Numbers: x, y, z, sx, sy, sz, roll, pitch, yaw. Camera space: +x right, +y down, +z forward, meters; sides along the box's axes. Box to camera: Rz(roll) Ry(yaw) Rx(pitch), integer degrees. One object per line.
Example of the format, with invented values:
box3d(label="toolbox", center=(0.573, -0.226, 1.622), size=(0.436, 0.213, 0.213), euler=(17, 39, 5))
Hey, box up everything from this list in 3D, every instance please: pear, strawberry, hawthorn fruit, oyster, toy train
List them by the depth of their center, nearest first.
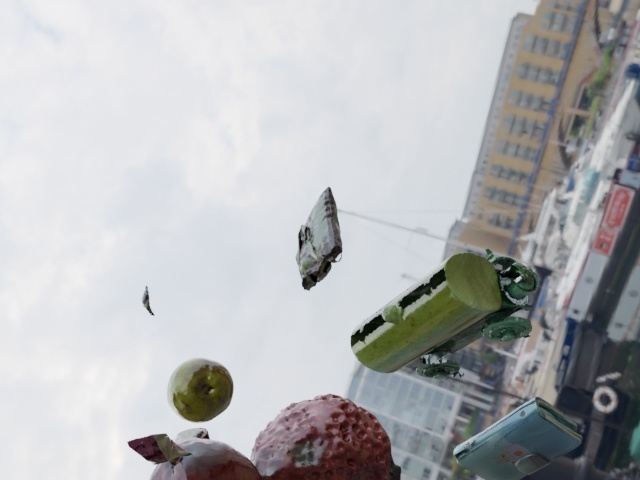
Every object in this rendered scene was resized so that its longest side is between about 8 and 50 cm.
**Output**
box3d(label="toy train", center=(0.172, 0.104, 1.057), size=(0.307, 0.189, 0.126), euler=(-45, 31, 50))
box3d(label="hawthorn fruit", center=(-0.195, 0.399, 1.153), size=(0.189, 0.190, 0.251), euler=(-53, -50, -48))
box3d(label="oyster", center=(-0.343, 0.122, 1.423), size=(0.083, 0.019, 0.054), euler=(-140, 40, -65))
box3d(label="strawberry", center=(-0.010, 0.444, 1.493), size=(0.310, 0.292, 0.291), euler=(56, -131, -37))
box3d(label="pear", center=(-0.345, 0.426, 2.066), size=(0.200, 0.200, 0.200), euler=(18, -90, -74))

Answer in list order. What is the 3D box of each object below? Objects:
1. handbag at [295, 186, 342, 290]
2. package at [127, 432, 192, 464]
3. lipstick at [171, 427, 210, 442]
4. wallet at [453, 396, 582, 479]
box3d(label="handbag", center=(0.000, 0.000, 2.043), size=(0.235, 0.127, 0.213), euler=(-97, 29, -43))
box3d(label="package", center=(-0.216, 0.283, 0.974), size=(0.083, 0.059, 0.029), euler=(63, -166, -48))
box3d(label="lipstick", center=(-0.221, 0.481, 1.385), size=(0.080, 0.080, 0.241), euler=(-35, -70, -64))
box3d(label="wallet", center=(0.456, 0.470, 1.666), size=(0.250, 0.176, 0.075), euler=(-42, 29, 28))
